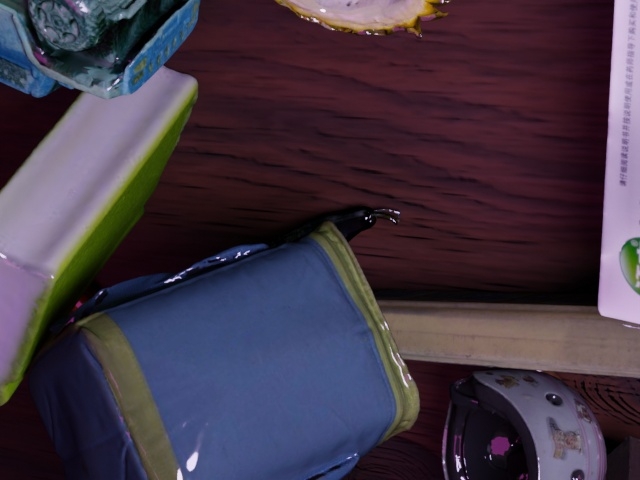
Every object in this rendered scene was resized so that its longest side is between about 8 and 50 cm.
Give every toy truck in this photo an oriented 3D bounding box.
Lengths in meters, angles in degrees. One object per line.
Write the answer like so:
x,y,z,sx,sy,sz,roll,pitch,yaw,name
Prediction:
-0.242,-0.218,1.262,0.278,0.155,0.156,24,141,14,toy truck

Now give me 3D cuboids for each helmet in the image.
0.173,0.176,1.248,0.177,0.107,0.153,121,134,-70,helmet

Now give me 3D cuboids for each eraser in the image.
-0.220,-0.018,1.314,0.092,0.274,0.210,29,135,-1,eraser

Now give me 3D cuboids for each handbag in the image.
-0.086,0.130,1.240,0.222,0.241,0.263,66,154,8,handbag

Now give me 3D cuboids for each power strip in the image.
0.172,0.070,1.229,0.387,0.092,0.066,1,94,38,power strip

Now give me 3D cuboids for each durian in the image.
-0.003,-0.232,1.129,0.224,0.078,0.140,28,155,-22,durian

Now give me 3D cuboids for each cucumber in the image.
0.000,0.000,1.346,0.043,0.039,0.163,36,140,-26,cucumber

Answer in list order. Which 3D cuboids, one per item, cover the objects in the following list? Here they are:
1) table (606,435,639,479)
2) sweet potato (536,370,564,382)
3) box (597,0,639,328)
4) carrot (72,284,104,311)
0.261,0.359,1.272,0.196,0.251,0.282,22,137,-13,table
0.214,0.188,1.338,0.065,0.051,0.218,19,134,49,sweet potato
0.292,-0.093,1.022,0.173,0.145,0.333,12,129,22,box
-0.234,0.069,1.542,0.190,0.037,0.037,43,134,-4,carrot
